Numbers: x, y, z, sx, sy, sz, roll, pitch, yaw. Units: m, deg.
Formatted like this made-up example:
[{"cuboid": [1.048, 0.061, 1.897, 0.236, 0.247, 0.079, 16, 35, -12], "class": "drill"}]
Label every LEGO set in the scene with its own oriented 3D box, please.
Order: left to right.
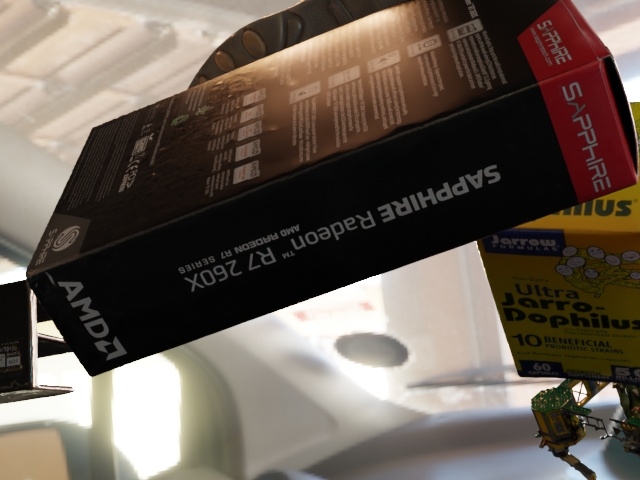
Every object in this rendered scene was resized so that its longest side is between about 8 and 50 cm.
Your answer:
[{"cuboid": [0.469, 0.270, 1.426, 0.255, 0.192, 0.331, -37, 22, -35], "class": "LEGO set"}]

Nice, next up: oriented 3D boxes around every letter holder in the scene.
[{"cuboid": [-0.492, 0.169, 1.542, 0.302, 0.152, 0.214, -10, -15, 17], "class": "letter holder"}]

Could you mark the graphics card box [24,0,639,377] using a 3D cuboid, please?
[{"cuboid": [0.002, -0.061, 0.715, 0.371, 0.094, 0.233, -20, 29, 10], "class": "graphics card box"}]

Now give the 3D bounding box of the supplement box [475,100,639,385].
[{"cuboid": [0.328, 0.013, 1.315, 0.194, 0.195, 0.356, 1, -35, 23], "class": "supplement box"}]

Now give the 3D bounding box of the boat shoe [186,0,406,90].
[{"cuboid": [0.013, -0.164, 0.952, 0.324, 0.123, 0.116, -32, -10, 21], "class": "boat shoe"}]
